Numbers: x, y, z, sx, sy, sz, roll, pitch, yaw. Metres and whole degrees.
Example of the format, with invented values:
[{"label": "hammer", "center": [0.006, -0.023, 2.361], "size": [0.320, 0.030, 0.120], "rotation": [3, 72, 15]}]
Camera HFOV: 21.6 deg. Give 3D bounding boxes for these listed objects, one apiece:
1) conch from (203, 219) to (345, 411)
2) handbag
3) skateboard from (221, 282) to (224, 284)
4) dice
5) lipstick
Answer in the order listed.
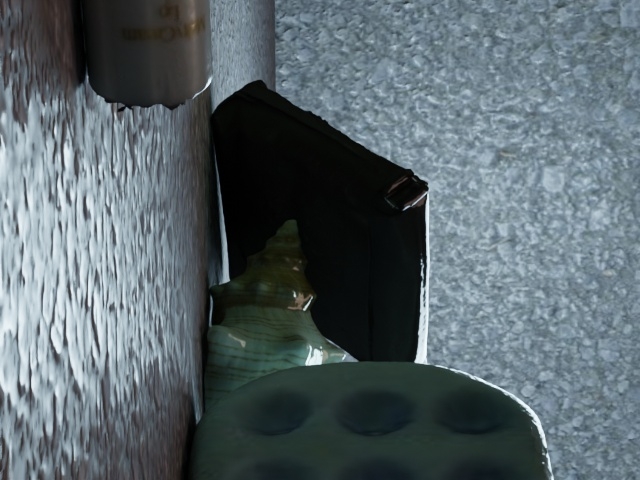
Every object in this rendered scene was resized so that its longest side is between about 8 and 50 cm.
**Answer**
[{"label": "conch", "center": [-0.043, 0.093, 1.405], "size": [0.137, 0.114, 0.234], "rotation": [67, 25, -52]}, {"label": "handbag", "center": [0.000, 0.000, 1.501], "size": [0.080, 0.223, 0.247], "rotation": [-37, 144, -29]}, {"label": "skateboard", "center": [-0.081, 0.074, 1.583], "size": [0.083, 0.032, 0.064], "rotation": [64, 36, -84]}, {"label": "dice", "center": [0.036, 0.261, 1.254], "size": [0.265, 0.268, 0.263], "rotation": [-87, 175, -62]}, {"label": "lipstick", "center": [-0.078, -0.183, 0.691], "size": [0.059, 0.059, 0.264], "rotation": [-89, 179, -59]}]
